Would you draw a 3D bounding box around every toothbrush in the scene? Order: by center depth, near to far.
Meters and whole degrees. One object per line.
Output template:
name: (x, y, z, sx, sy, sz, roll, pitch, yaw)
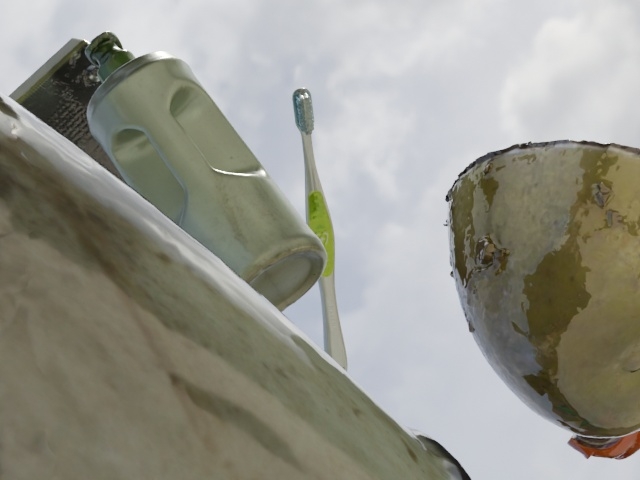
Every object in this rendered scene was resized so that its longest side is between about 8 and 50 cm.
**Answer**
toothbrush: (0.000, 0.000, 1.106, 0.022, 0.026, 0.263, -10, -63, -6)

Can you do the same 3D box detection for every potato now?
potato: (0.152, 0.048, 0.754, 0.202, 0.182, 0.117, 59, -141, -45)

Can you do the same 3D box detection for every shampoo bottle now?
shampoo bottle: (-0.095, -0.055, 0.950, 0.087, 0.234, 0.118, -36, -17, -2)

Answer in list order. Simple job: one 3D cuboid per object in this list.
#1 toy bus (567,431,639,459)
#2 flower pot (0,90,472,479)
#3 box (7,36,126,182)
toy bus: (0.373, 0.095, 1.282, 0.143, 0.153, 0.329, -31, -24, -57)
flower pot: (-0.157, 0.080, 0.452, 0.330, 0.293, 0.293, 45, -116, -17)
box: (-0.270, -0.074, 1.441, 0.270, 0.211, 0.045, -48, -7, -27)
